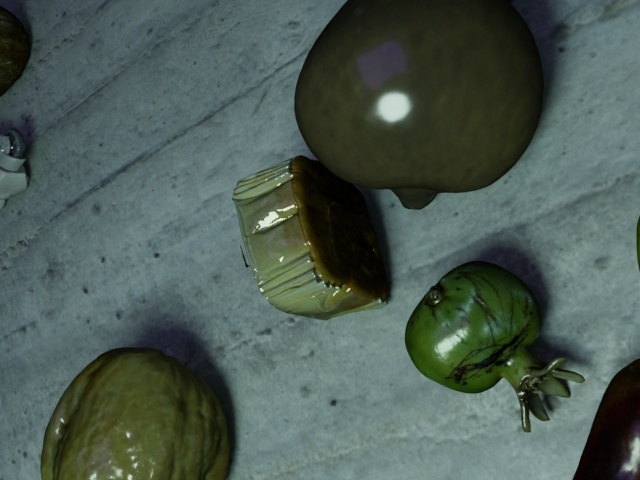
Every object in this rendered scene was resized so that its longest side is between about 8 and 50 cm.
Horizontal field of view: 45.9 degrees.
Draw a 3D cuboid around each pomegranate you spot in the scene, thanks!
[{"bbox_3d":[0.189,0.118,0.841,0.152,0.131,0.191,-48,63,14],"label":"pomegranate"}]

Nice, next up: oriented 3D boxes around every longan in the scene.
[{"bbox_3d":[0.112,-0.169,0.903,0.300,0.243,0.300,16,125,24],"label":"longan"}]

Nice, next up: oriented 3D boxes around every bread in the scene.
[{"bbox_3d":[0.000,-0.001,0.962,0.109,0.209,0.192,-25,65,25],"label":"bread"}]

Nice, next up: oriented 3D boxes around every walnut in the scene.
[{"bbox_3d":[-0.257,0.293,1.071,0.227,0.282,0.283,139,137,-76],"label":"walnut"}]

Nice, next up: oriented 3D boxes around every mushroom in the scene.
[{"bbox_3d":[0.350,0.247,0.702,0.217,0.148,0.227,19,96,23],"label":"mushroom"}]

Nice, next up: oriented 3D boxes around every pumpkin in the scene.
[{"bbox_3d":[-0.749,-0.428,1.670,0.218,0.162,0.219,-12,71,39],"label":"pumpkin"}]

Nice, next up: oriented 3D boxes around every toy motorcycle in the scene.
[{"bbox_3d":[-0.692,-0.146,1.595,0.260,0.110,0.171,-2,89,42],"label":"toy motorcycle"}]

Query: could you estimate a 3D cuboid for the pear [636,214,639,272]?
[{"bbox_3d":[0.395,0.019,0.683,0.216,0.166,0.180,41,144,33],"label":"pear"}]
